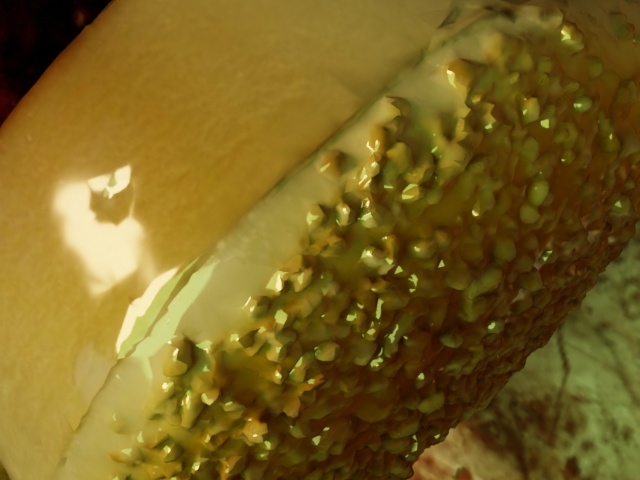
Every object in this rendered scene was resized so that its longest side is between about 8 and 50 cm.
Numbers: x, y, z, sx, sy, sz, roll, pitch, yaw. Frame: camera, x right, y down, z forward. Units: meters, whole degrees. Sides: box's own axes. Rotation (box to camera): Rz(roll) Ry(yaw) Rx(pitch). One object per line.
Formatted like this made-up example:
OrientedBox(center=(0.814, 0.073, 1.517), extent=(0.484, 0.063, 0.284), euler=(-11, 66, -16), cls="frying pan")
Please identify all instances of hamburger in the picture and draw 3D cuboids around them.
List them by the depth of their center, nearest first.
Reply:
OrientedBox(center=(0.000, 0.000, 0.616), extent=(0.170, 0.302, 0.302), euler=(41, 129, 11), cls="hamburger")

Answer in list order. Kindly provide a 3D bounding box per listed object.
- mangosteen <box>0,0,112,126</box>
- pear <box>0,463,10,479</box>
OrientedBox(center=(-0.137, -0.124, 0.775), extent=(0.200, 0.200, 0.200), euler=(16, 118, 34), cls="mangosteen")
OrientedBox(center=(-0.222, 0.070, 0.889), extent=(0.209, 0.209, 0.209), euler=(16, 118, 34), cls="pear")
